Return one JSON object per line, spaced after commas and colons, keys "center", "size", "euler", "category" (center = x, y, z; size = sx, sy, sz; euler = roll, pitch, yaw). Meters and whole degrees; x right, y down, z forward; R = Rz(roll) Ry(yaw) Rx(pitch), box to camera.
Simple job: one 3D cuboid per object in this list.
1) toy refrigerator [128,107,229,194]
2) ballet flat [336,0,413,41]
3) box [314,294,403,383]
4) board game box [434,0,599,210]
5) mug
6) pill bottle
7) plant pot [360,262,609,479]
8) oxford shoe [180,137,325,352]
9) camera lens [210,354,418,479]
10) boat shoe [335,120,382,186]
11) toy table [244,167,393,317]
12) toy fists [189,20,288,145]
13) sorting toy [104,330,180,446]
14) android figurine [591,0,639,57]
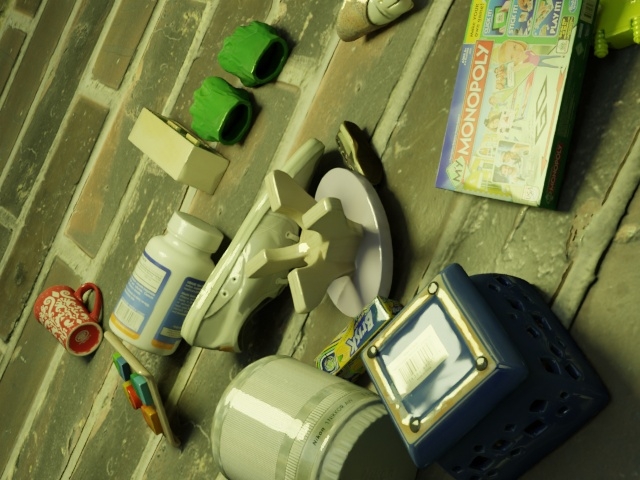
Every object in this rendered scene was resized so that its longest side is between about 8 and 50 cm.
{"center": [-0.317, -0.205, 2.094], "size": [0.269, 0.102, 0.094], "euler": [38, 103, 49], "category": "toy refrigerator"}
{"center": [0.144, -0.482, 1.717], "size": [0.316, 0.107, 0.106], "euler": [-55, 50, 17], "category": "ballet flat"}
{"center": [0.069, 0.168, 1.552], "size": [0.169, 0.059, 0.054], "euler": [-49, 47, 22], "category": "box"}
{"center": [0.295, -0.219, 1.441], "size": [0.213, 0.046, 0.317], "euler": [15, 96, 49], "category": "board game box"}
{"center": [-0.581, 0.176, 2.213], "size": [0.169, 0.113, 0.150], "euler": [36, 103, 45], "category": "mug"}
{"center": [-0.307, 0.084, 1.923], "size": [0.152, 0.152, 0.272], "euler": [36, 101, 48], "category": "pill bottle"}
{"center": [0.204, 0.181, 1.286], "size": [0.236, 0.212, 0.236], "euler": [-48, 46, 22], "category": "plant pot"}
{"center": [-0.098, 0.018, 1.757], "size": [0.130, 0.169, 0.449], "euler": [30, 88, 5], "category": "oxford shoe"}
{"center": [-0.015, 0.311, 1.444], "size": [0.274, 0.219, 0.219], "euler": [17, 87, 40], "category": "camera lens"}
{"center": [0.067, -0.149, 1.699], "size": [0.049, 0.056, 0.152], "euler": [-53, 41, 38], "category": "boat shoe"}
{"center": [0.000, 0.000, 1.590], "size": [0.252, 0.161, 0.274], "euler": [-50, 50, 37], "category": "toy table"}
{"center": [-0.178, -0.337, 2.009], "size": [0.142, 0.096, 0.279], "euler": [36, 100, 38], "category": "toy fists"}
{"center": [-0.360, 0.298, 1.870], "size": [0.038, 0.208, 0.193], "euler": [-31, 36, -22], "category": "sorting toy"}
{"center": [0.443, -0.398, 1.395], "size": [0.248, 0.056, 0.272], "euler": [-12, 64, 44], "category": "android figurine"}
